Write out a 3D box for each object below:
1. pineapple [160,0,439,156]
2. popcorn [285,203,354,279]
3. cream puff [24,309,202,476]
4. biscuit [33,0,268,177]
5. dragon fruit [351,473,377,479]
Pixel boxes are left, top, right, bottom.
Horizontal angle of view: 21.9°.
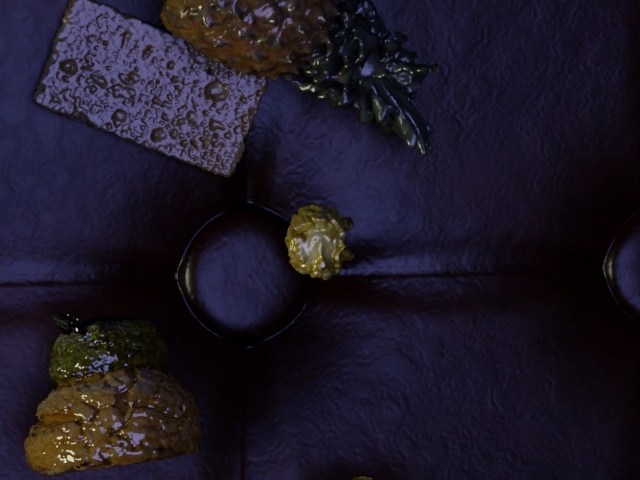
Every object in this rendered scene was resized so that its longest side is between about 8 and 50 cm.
[{"bbox_3d":[0.001,-0.210,1.730,0.340,0.169,0.169,31,87,-17],"label":"pineapple"},{"bbox_3d":[0.000,0.000,1.799,0.083,0.057,0.082,-35,96,-6],"label":"popcorn"},{"bbox_3d":[-0.221,0.150,1.707,0.183,0.183,0.169,-6,84,-14],"label":"cream puff"},{"bbox_3d":[-0.177,-0.162,1.752,0.231,0.025,0.131,22,91,-16],"label":"biscuit"},{"bbox_3d":[0.043,0.395,1.781,0.307,0.243,0.227,-2,125,22],"label":"dragon fruit"}]
